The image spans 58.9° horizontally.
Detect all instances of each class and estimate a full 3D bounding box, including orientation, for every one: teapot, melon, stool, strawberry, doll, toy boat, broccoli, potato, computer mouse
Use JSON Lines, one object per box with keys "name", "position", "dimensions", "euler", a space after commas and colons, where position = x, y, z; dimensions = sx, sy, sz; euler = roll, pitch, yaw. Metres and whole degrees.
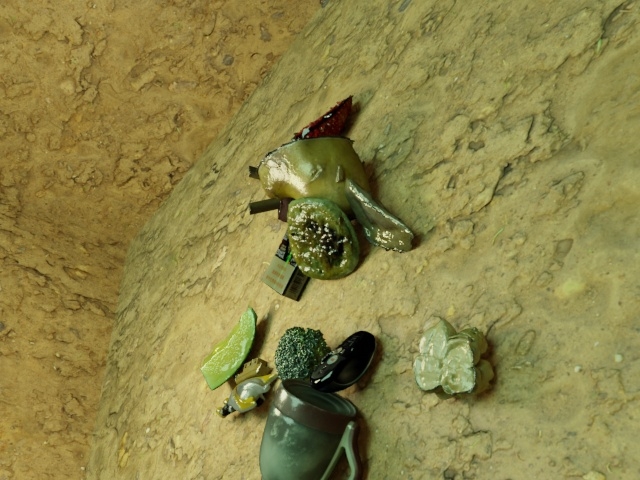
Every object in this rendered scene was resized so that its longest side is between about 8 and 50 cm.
{"name": "teapot", "position": [-0.024, 0.589, 1.562], "dimensions": [0.315, 0.233, 0.312], "euler": [22, 92, 31]}
{"name": "melon", "position": [-0.330, 0.413, 2.197], "dimensions": [0.323, 0.124, 0.196], "euler": [-50, 17, 5]}
{"name": "stool", "position": [-0.204, -0.206, 2.330], "dimensions": [0.272, 0.178, 0.272], "euler": [179, 90, -82]}
{"name": "strawberry", "position": [0.035, -0.460, 2.314], "dimensions": [0.306, 0.138, 0.233], "euler": [-32, 10, 11]}
{"name": "doll", "position": [-0.268, 0.560, 2.029], "dimensions": [0.316, 0.145, 0.103], "euler": [-39, 71, 43]}
{"name": "toy boat", "position": [-0.256, 0.488, 2.101], "dimensions": [0.200, 0.057, 0.077], "euler": [-35, 36, 40]}
{"name": "broccoli", "position": [-0.056, 0.366, 1.785], "dimensions": [0.226, 0.176, 0.198], "euler": [-48, 51, 7]}
{"name": "potato", "position": [-0.023, -0.179, 2.004], "dimensions": [0.397, 0.290, 0.296], "euler": [-17, 70, 9]}
{"name": "computer mouse", "position": [0.075, 0.361, 1.637], "dimensions": [0.233, 0.096, 0.137], "euler": [-39, 12, -15]}

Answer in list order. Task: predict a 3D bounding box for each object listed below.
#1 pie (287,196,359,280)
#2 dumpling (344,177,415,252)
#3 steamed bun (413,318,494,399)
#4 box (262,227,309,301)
{"name": "pie", "position": [0.000, 0.000, 1.919], "dimensions": [0.323, 0.323, 0.070], "euler": [-26, 5, 45]}
{"name": "dumpling", "position": [0.195, -0.066, 1.814], "dimensions": [0.332, 0.086, 0.166], "euler": [48, 153, 33]}
{"name": "steamed bun", "position": [0.322, 0.286, 1.355], "dimensions": [0.177, 0.106, 0.192], "euler": [-21, 59, 43]}
{"name": "box", "position": [-0.088, 0.058, 2.152], "dimensions": [0.198, 0.084, 0.310], "euler": [26, 89, 59]}
